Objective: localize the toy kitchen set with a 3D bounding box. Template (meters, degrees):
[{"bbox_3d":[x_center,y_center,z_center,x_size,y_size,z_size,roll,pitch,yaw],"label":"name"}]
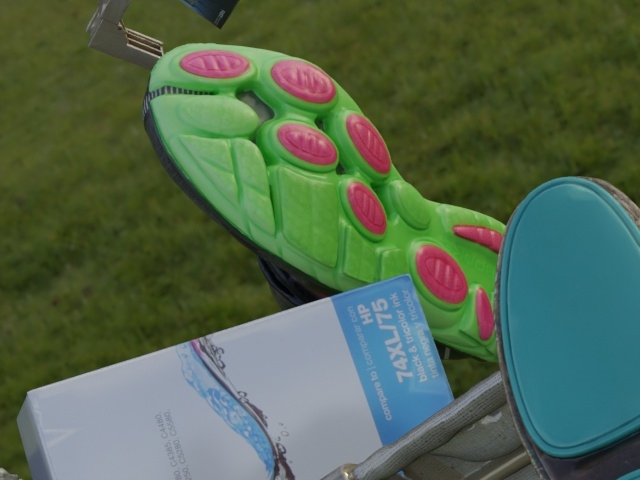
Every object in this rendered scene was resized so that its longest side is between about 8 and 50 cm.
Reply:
[{"bbox_3d":[-0.171,-0.218,1.456,0.083,0.075,0.068,-56,29,26],"label":"toy kitchen set"}]

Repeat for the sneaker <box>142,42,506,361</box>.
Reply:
[{"bbox_3d":[0.000,0.000,1.392,0.202,0.483,0.185,-14,53,36],"label":"sneaker"}]

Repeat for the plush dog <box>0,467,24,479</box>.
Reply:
[{"bbox_3d":[-0.236,0.296,1.273,0.262,0.210,0.225,2,-5,14],"label":"plush dog"}]

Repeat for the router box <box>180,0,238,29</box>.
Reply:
[{"bbox_3d":[-0.135,-0.315,1.874,0.038,0.092,0.122,-58,6,-21],"label":"router box"}]

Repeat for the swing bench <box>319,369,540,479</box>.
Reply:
[{"bbox_3d":[0.160,0.161,0.661,0.253,0.165,0.254,-37,46,29],"label":"swing bench"}]

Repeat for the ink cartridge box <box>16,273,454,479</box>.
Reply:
[{"bbox_3d":[-0.053,0.166,1.084,0.270,0.197,0.198,-17,-7,-16],"label":"ink cartridge box"}]

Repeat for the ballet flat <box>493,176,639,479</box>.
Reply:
[{"bbox_3d":[0.109,0.075,0.515,0.073,0.067,0.206,-23,58,21],"label":"ballet flat"}]
